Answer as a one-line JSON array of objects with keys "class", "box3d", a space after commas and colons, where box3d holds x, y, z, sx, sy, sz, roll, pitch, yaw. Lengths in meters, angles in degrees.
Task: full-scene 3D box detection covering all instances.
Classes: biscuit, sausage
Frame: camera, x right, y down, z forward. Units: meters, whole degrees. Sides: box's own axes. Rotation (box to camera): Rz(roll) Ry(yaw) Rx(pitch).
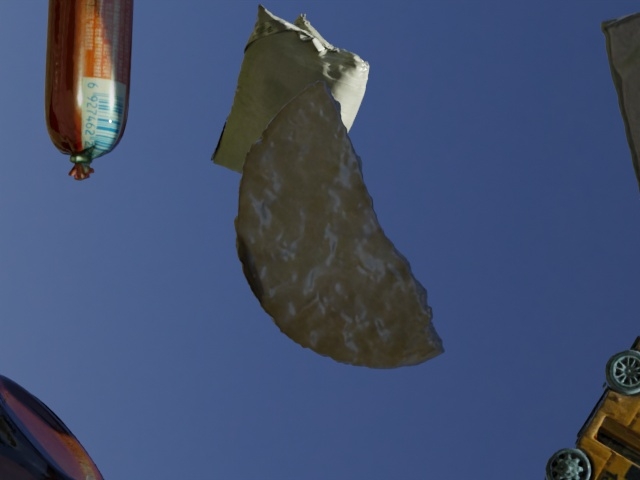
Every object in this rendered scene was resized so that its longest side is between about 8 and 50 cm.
[{"class": "biscuit", "box3d": [-0.001, 0.005, 1.579, 0.032, 0.133, 0.250, -175, -119, -84]}, {"class": "sausage", "box3d": [-0.189, -0.179, 1.554, 0.083, 0.083, 0.264, 163, -69, -64]}]

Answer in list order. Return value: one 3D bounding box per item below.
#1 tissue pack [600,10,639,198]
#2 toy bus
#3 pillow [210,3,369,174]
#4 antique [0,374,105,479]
[{"class": "tissue pack", "box3d": [0.401, -0.018, 1.473, 0.288, 0.124, 0.394, -13, -90, 32]}, {"class": "toy bus", "box3d": [0.227, 0.165, 1.399, 0.182, 0.103, 0.091, -57, 167, -9]}, {"class": "pillow", "box3d": [-0.030, -0.125, 1.902, 0.134, 0.078, 0.181, 34, -66, 31]}, {"class": "antique", "box3d": [-0.268, 0.204, 1.569, 0.129, 0.223, 0.278, -45, -174, 2]}]
